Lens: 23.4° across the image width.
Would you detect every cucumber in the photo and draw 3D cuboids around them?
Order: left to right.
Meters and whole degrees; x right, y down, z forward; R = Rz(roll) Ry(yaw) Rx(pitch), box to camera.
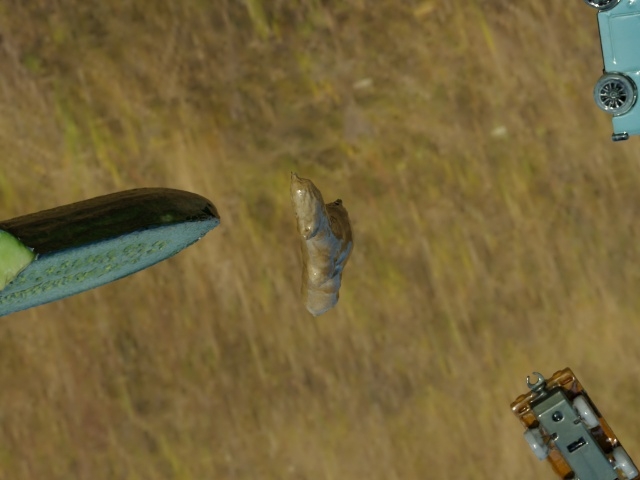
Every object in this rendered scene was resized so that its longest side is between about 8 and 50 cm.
[{"bbox_3d":[-0.193,-0.003,1.332,0.244,0.063,0.115,-15,161,-44],"label":"cucumber"}]

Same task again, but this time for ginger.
[{"bbox_3d":[0.000,0.000,2.195,0.081,0.148,0.333,21,165,12],"label":"ginger"}]

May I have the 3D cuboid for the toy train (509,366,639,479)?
[{"bbox_3d":[0.306,0.241,1.847,0.089,0.219,0.127,-35,-172,6],"label":"toy train"}]

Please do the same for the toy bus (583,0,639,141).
[{"bbox_3d":[0.401,-0.268,1.823,0.165,0.271,0.133,-5,-163,21],"label":"toy bus"}]
